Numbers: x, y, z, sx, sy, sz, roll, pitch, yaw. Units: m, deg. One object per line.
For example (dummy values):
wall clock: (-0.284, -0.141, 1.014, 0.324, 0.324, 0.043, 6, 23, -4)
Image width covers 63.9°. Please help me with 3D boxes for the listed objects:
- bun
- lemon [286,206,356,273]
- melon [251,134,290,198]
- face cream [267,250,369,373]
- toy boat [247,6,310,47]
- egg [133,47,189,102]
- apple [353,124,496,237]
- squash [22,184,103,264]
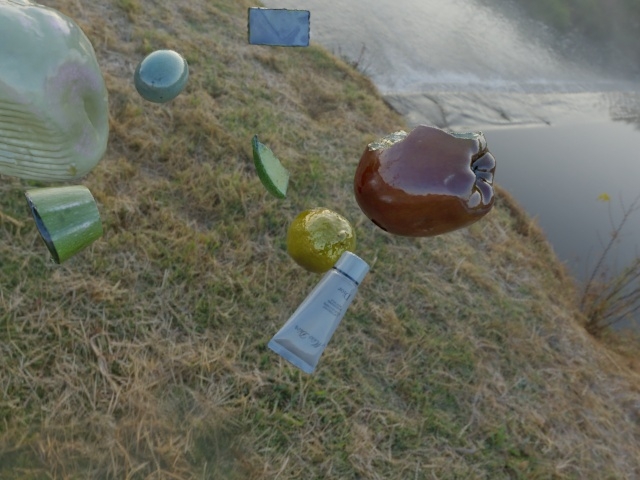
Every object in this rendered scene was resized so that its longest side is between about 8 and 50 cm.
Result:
bun: (-0.496, -0.245, 0.800, 0.361, 0.361, 0.213, 17, 60, -12)
lemon: (0.000, 0.000, 1.573, 0.204, 0.260, 0.204, -1, 93, -32)
melon: (-0.174, -0.262, 1.820, 0.053, 0.261, 0.114, 24, 62, 43)
face cream: (0.008, 0.173, 1.304, 0.143, 0.089, 0.314, 37, 83, -19)
toy boat: (-0.071, -0.373, 0.900, 0.115, 0.063, 0.016, -7, 24, -23)
egg: (-0.566, -0.590, 1.838, 0.169, 0.169, 0.236, 24, 52, -5)
apple: (0.134, -0.072, 0.648, 0.156, 0.147, 0.158, 26, -9, -40)
squash: (-0.544, -0.041, 1.093, 0.123, 0.170, 0.170, -24, 63, -31)
